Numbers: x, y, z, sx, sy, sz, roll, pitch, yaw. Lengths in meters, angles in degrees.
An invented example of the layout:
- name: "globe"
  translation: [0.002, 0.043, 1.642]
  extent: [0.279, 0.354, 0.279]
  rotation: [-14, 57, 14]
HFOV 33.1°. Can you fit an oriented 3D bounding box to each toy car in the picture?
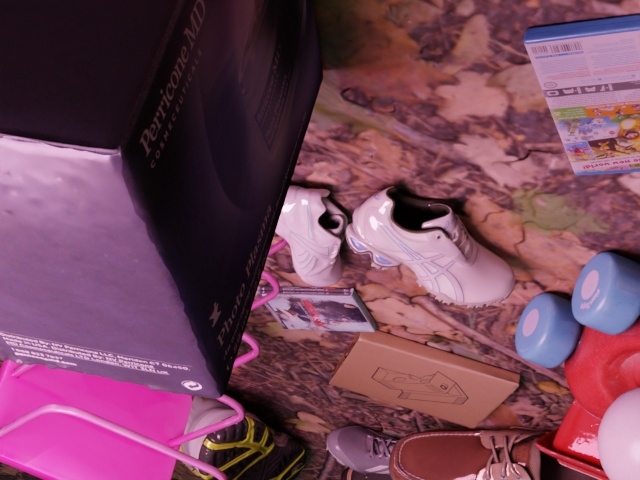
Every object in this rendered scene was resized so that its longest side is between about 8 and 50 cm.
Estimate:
- name: "toy car"
  translation: [0.310, 0.171, 1.018]
  extent: [0.219, 0.238, 0.210]
  rotation: [22, 150, -12]

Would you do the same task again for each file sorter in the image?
- name: "file sorter"
  translation: [-0.168, 0.091, 1.053]
  extent: [0.202, 0.291, 0.182]
  rotation: [30, 144, -26]

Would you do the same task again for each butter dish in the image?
- name: "butter dish"
  translation: [0.340, 0.202, 1.193]
  extent: [0.159, 0.118, 0.160]
  rotation: [17, -171, 29]

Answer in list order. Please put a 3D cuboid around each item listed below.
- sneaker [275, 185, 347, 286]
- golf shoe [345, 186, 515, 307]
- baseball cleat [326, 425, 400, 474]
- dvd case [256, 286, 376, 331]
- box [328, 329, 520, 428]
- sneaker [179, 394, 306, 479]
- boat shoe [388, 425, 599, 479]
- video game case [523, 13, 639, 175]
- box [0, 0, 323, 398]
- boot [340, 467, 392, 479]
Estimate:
- name: "sneaker"
  translation: [0.000, 0.000, 1.056]
  extent: [0.061, 0.054, 0.152]
  rotation: [-1, 147, 22]
- name: "golf shoe"
  translation: [0.114, 0.006, 1.003]
  extent: [0.176, 0.069, 0.086]
  rotation: [21, 144, -13]
- name: "baseball cleat"
  translation: [0.115, 0.294, 1.517]
  extent: [0.205, 0.072, 0.109]
  rotation: [20, 137, -19]
- name: "dvd case"
  translation: [-0.004, 0.079, 1.236]
  extent: [0.119, 0.013, 0.087]
  rotation: [1, 148, 24]
- name: "box"
  translation: [0.124, 0.172, 1.330]
  extent: [0.201, 0.021, 0.164]
  rotation: [18, 151, -4]
- name: "sneaker"
  translation: [-0.130, 0.303, 1.600]
  extent: [0.147, 0.145, 0.385]
  rotation: [37, 163, 26]
- name: "boat shoe"
  translation: [0.252, 0.288, 1.388]
  extent: [0.324, 0.123, 0.116]
  rotation: [5, 147, 0]
- name: "video game case"
  translation: [0.231, -0.105, 0.805]
  extent: [0.119, 0.015, 0.166]
  rotation: [-2, 146, 27]
- name: "box"
  translation: [-0.123, -0.099, 0.690]
  extent: [0.182, 0.296, 0.294]
  rotation: [9, 151, 12]
- name: "boot"
  translation: [0.127, 0.421, 1.640]
  extent: [0.198, 0.077, 0.137]
  rotation: [52, 138, -4]
